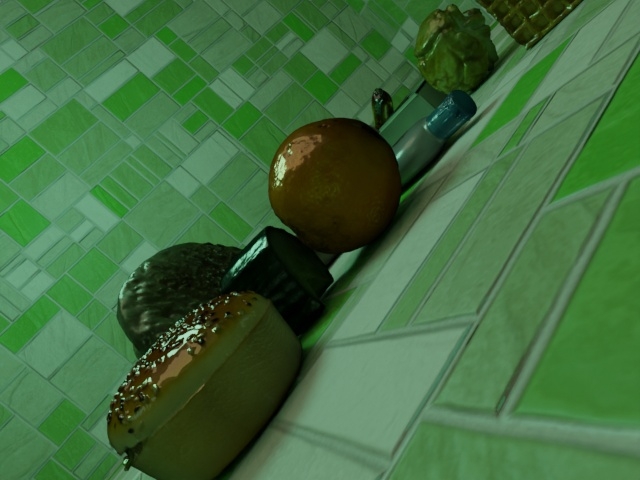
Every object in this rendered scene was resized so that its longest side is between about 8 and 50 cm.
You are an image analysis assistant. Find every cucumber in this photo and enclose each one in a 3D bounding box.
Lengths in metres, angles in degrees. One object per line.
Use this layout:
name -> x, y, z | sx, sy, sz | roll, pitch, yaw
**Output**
cucumber -> -0.073, 0.072, 0.897 | 0.130, 0.191, 0.191 | -41, 7, 21

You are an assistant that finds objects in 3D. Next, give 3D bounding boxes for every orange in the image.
orange -> 0.027, -0.099, 0.913 | 0.246, 0.246, 0.246 | -49, 4, 5

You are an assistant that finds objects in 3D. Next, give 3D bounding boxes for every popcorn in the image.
popcorn -> 0.340, -0.486, 1.299 | 0.183, 0.221, 0.204 | -25, -6, -22

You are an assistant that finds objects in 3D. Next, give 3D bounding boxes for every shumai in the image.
shumai -> -0.273, 0.209, 1.138 | 0.397, 0.324, 0.323 | -48, -13, -55

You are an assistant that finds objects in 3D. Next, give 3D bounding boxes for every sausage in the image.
sausage -> 0.217, -0.393, 1.694 | 0.082, 0.082, 0.371 | -50, -21, -8

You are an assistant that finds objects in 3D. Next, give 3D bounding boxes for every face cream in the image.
face cream -> 0.191, -0.183, 1.060 | 0.163, 0.080, 0.336 | -52, 5, -39

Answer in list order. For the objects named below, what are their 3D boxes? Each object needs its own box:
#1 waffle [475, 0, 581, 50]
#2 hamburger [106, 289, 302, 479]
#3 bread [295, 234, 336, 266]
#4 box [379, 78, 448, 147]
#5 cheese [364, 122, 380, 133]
waffle -> 0.420, -0.494, 0.950 | 0.055, 0.160, 0.211 | -51, 4, -35
hamburger -> -0.165, 0.198, 0.709 | 0.300, 0.176, 0.300 | -47, 4, 4
bread -> 0.004, 0.003, 1.234 | 0.337, 0.102, 0.183 | -46, 9, 9
box -> 0.314, -0.406, 1.526 | 0.225, 0.117, 0.225 | -52, 5, -33
cheese -> 0.155, -0.291, 1.709 | 0.154, 0.198, 0.189 | -54, -4, -10
